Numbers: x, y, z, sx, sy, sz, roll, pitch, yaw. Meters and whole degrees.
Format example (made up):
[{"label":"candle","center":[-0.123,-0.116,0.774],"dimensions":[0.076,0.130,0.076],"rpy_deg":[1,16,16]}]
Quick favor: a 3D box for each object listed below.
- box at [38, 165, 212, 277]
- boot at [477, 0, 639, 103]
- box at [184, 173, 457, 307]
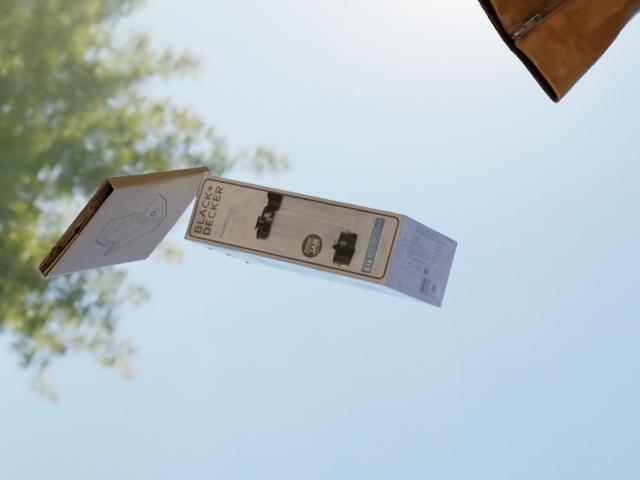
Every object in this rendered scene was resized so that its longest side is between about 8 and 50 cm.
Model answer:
[{"label":"box","center":[-0.241,-0.025,2.115],"dimensions":[0.021,0.201,0.164],"rpy_deg":[51,-61,17]},{"label":"boot","center":[0.327,-0.233,1.657],"dimensions":[0.280,0.264,0.096],"rpy_deg":[-41,-176,-15]},{"label":"box","center":[0.000,0.000,2.072],"dimensions":[0.290,0.169,0.087],"rpy_deg":[12,-96,31]}]
